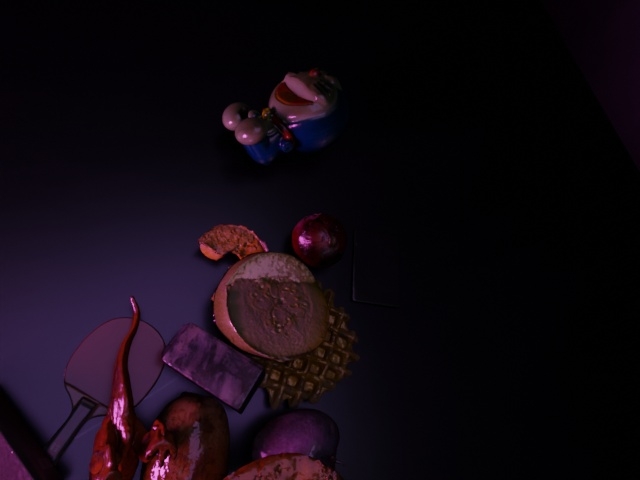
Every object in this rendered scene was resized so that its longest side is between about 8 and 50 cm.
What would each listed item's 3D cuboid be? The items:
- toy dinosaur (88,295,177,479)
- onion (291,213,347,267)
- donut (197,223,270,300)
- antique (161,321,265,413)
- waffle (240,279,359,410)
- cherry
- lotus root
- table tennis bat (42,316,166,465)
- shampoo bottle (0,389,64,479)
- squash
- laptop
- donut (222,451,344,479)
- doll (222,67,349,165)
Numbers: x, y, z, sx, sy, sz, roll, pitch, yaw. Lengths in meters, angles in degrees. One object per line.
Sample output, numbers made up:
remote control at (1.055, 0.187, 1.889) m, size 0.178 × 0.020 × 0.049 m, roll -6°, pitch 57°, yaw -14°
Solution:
toy dinosaur at (-0.310, 0.308, 0.664) m, size 0.097 × 0.208 × 0.432 m, roll 23°, pitch 70°, yaw -34°
onion at (0.000, 0.000, 0.957) m, size 0.131 × 0.131 × 0.131 m, roll 7°, pitch 69°, yaw -20°
donut at (-0.179, 0.055, 0.889) m, size 0.146 × 0.078 × 0.181 m, roll -12°, pitch 72°, yaw -27°
antique at (-0.203, 0.238, 0.783) m, size 0.183 × 0.088 × 0.086 m, roll 29°, pitch 63°, yaw 8°
waffle at (-0.043, 0.222, 0.895) m, size 0.261 × 0.056 × 0.250 m, roll -18°, pitch 81°, yaw -29°
cherry at (-0.042, 0.411, 0.784) m, size 0.176 × 0.140 × 0.176 m, roll -1°, pitch 63°, yaw 2°
lotus root at (-0.233, 0.400, 0.714) m, size 0.145 × 0.128 × 0.260 m, roll 8°, pitch 71°, yaw -7°
table tennis bat at (-0.399, 0.268, 0.751) m, size 0.154 × 0.021 × 0.274 m, roll 37°, pitch 61°, yaw -11°
shampoo bottle at (-0.512, 0.312, 0.641) m, size 0.079 × 0.080 × 0.246 m, roll -39°, pitch 81°, yaw -22°
squash at (-0.092, 0.117, 0.796) m, size 0.220 × 0.133 × 0.220 m, roll 5°, pitch 76°, yaw -21°
laptop at (0.141, 0.069, 1.049) m, size 0.135 × 0.016 × 0.197 m, roll 12°, pitch 66°, yaw -17°
donut at (-0.072, 0.462, 0.614) m, size 0.278 × 0.108 × 0.277 m, roll 7°, pitch 65°, yaw -16°
doll at (-0.064, -0.294, 1.001) m, size 0.322 × 0.186 × 0.198 m, roll -28°, pitch 52°, yaw -11°
